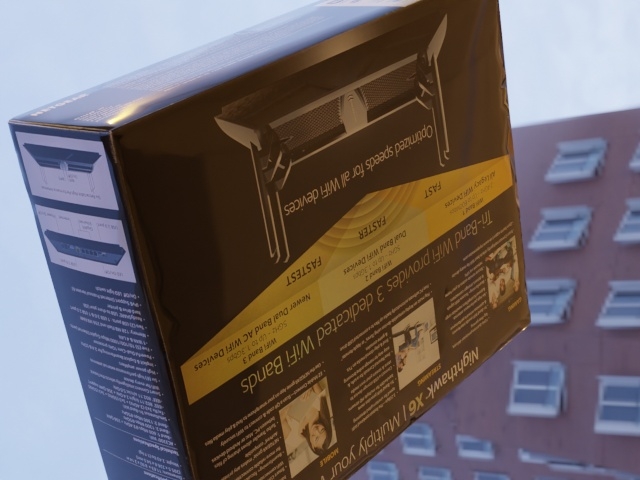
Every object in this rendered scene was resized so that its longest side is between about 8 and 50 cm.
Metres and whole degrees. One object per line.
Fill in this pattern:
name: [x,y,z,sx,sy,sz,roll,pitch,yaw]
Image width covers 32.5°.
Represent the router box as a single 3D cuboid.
router box: [0.000,0.000,0.622,0.309,0.081,0.242,-31,-60,-42]
